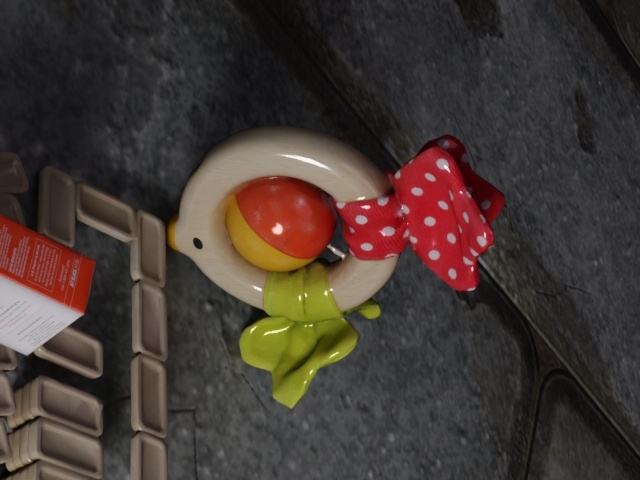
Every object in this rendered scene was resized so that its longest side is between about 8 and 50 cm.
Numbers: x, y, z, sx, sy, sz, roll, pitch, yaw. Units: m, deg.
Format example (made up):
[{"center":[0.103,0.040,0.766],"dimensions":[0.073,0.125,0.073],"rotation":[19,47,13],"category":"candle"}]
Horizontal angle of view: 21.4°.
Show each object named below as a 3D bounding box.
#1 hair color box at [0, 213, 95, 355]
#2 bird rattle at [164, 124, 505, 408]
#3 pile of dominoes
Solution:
[{"center":[-0.214,0.013,1.010],"dimensions":[0.141,0.072,0.043],"rotation":[28,49,-28],"category":"hair color box"},{"center":[0.000,0.000,1.225],"dimensions":[0.207,0.253,0.143],"rotation":[31,48,-16],"category":"bird rattle"},{"center":[-0.183,0.066,1.118],"dimensions":[0.196,0.040,0.251],"rotation":[29,46,-42],"category":"pile of dominoes"}]
